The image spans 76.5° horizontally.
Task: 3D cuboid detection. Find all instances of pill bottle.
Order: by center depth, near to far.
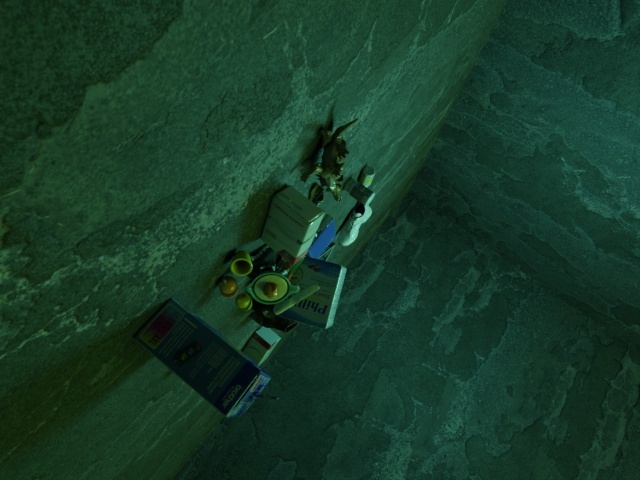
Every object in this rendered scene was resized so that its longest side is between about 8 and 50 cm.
[{"bbox_3d":[0.185,-0.234,1.949,0.078,0.137,0.078,-50,169,-14],"label":"pill bottle"},{"bbox_3d":[0.234,-0.317,2.074,0.065,0.065,0.116,-46,166,-31],"label":"pill bottle"}]

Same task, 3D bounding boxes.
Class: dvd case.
[{"bbox_3d":[-0.003,0.121,2.493,0.238,0.029,0.179,-37,159,-55],"label":"dvd case"}]

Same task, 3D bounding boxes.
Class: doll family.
[{"bbox_3d":[-0.178,0.154,1.705,0.263,0.118,0.163,-43,167,-46],"label":"doll family"}]

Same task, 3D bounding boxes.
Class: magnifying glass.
[{"bbox_3d":[-0.124,0.118,1.793,0.231,0.026,0.092,-66,-153,6],"label":"magnifying glass"}]

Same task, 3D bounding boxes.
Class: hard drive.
[{"bbox_3d":[0.000,0.000,2.135,0.210,0.040,0.319,-52,168,-9],"label":"hard drive"}]

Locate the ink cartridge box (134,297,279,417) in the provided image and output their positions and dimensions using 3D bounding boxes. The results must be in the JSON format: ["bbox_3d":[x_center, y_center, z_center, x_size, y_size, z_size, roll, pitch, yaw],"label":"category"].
[{"bbox_3d":[-0.300,0.365,1.176,0.151,0.395,0.270,-50,168,-17],"label":"ink cartridge box"}]

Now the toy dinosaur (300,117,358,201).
[{"bbox_3d":[0.044,-0.278,1.363,0.200,0.127,0.296,-43,153,-68],"label":"toy dinosaur"}]

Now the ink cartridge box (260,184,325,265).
[{"bbox_3d":[-0.097,-0.049,1.351,0.092,0.158,0.218,-41,163,-41],"label":"ink cartridge box"}]

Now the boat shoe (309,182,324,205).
[{"bbox_3d":[-0.012,-0.167,1.603,0.056,0.049,0.152,-50,168,-17],"label":"boat shoe"}]

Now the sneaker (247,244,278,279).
[{"bbox_3d":[-0.196,0.084,1.473,0.234,0.106,0.078,-35,159,-57],"label":"sneaker"}]

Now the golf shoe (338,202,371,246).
[{"bbox_3d":[0.192,-0.108,2.448,0.306,0.115,0.140,-58,158,-8],"label":"golf shoe"}]

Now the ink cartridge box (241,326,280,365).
[{"bbox_3d":[-0.340,0.602,2.321,0.176,0.127,0.128,-57,168,17],"label":"ink cartridge box"}]

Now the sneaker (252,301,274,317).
[{"bbox_3d":[-0.235,0.277,1.928,0.130,0.109,0.286,-64,174,10],"label":"sneaker"}]

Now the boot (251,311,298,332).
[{"bbox_3d":[-0.204,0.389,2.031,0.248,0.206,0.090,-16,121,-67],"label":"boot"}]

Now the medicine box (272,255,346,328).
[{"bbox_3d":[-0.046,0.228,1.873,0.149,0.263,0.290,34,70,-76],"label":"medicine box"}]

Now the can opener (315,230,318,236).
[{"bbox_3d":[-0.071,-0.022,1.807,0.059,0.073,0.186,-12,-165,40],"label":"can opener"}]

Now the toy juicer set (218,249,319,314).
[{"bbox_3d":[-0.187,0.182,1.364,0.209,0.328,0.090,-51,-153,22],"label":"toy juicer set"}]
